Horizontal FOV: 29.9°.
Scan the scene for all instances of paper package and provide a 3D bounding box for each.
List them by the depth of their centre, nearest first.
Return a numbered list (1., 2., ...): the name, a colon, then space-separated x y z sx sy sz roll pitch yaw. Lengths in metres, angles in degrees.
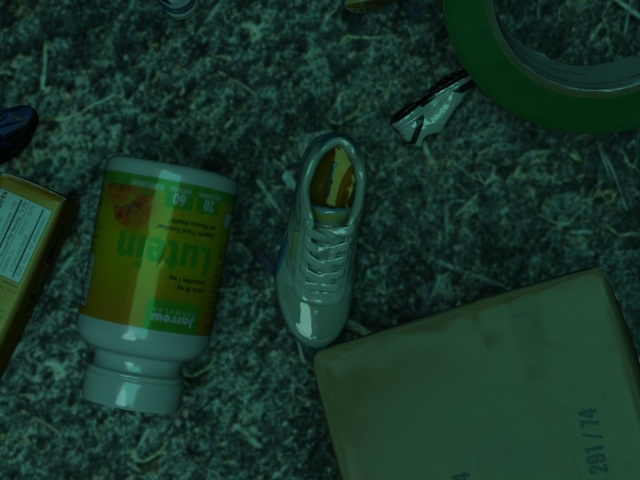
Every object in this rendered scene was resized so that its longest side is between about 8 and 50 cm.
1. paper package: 0.180 0.224 1.170 0.309 0.168 0.324 -17 80 7

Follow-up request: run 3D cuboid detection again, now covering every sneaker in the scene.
1. sneaker: -0.403 -0.113 1.237 0.221 0.083 0.087 -12 82 -6
2. sneaker: 0.000 0.000 1.246 0.087 0.092 0.228 4 91 -4
3. sneaker: -0.181 -0.299 1.256 0.053 0.059 0.144 -43 90 0
4. sneaker: 0.128 -0.142 1.284 0.109 0.040 0.043 -36 107 1
5. sneaker: 0.062 -0.270 1.285 0.083 0.032 0.037 -17 77 -7

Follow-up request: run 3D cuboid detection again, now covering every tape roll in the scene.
1. tape roll: 0.279 -0.266 1.194 0.321 0.077 0.321 1 121 2

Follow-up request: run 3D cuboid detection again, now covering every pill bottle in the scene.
1. pill bottle: -0.171 0.045 1.215 0.136 0.136 0.245 10 89 -2

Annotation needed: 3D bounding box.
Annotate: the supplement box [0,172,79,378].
1. supplement box: -0.335 0.049 1.238 0.080 0.078 0.233 26 88 1

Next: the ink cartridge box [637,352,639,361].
1. ink cartridge box: 0.403 0.332 1.272 0.330 0.071 0.324 27 88 -3
